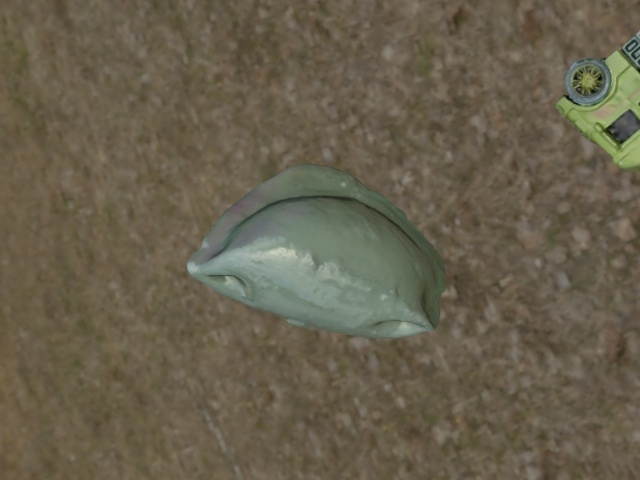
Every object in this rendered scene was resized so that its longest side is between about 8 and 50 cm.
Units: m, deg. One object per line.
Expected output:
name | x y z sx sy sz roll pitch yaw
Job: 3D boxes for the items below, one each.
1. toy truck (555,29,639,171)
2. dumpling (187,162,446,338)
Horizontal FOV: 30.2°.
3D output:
toy truck | 0.243 -0.111 0.758 0.169 0.077 0.100 -42 74 16
dumpling | -0.002 0.012 0.978 0.149 0.216 0.105 -107 28 -63
